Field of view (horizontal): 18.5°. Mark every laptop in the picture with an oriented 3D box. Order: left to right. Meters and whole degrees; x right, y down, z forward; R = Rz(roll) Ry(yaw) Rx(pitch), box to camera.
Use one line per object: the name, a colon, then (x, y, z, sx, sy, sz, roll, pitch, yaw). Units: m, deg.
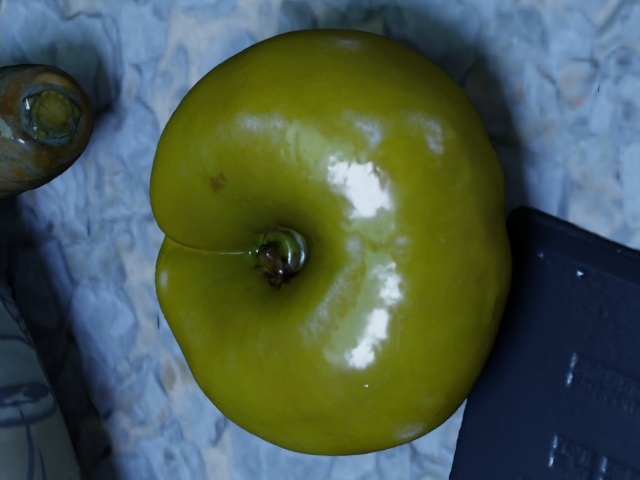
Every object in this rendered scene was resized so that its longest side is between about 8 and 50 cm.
laptop: (0.136, 0.078, 0.764, 0.197, 0.016, 0.135, 23, 111, 36)

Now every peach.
peach: (0.000, 0.000, 0.812, 0.179, 0.103, 0.179, 10, 103, 45)

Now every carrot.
carrot: (-0.229, -0.040, 1.036, 0.342, 0.070, 0.070, -8, 92, 48)

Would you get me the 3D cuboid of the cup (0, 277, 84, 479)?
cup: (-0.227, 0.124, 0.993, 0.301, 0.227, 0.257, 157, 107, -72)
